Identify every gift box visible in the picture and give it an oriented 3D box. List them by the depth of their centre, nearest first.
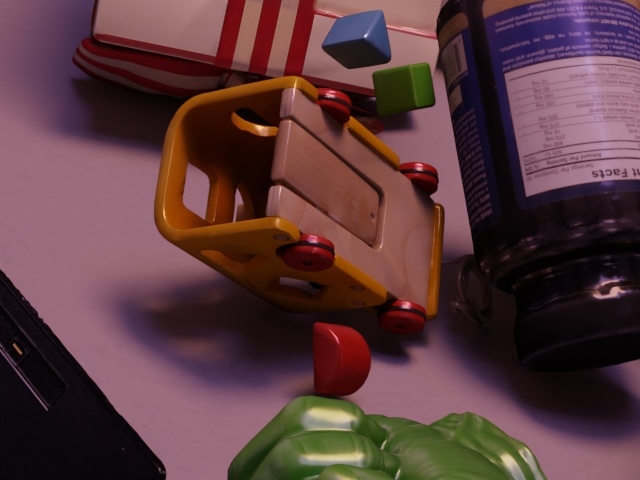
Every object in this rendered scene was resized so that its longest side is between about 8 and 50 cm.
[{"bbox_3d":[-0.025,-0.214,1.272,0.255,0.258,0.276,12,6,-4],"label":"gift box"}]

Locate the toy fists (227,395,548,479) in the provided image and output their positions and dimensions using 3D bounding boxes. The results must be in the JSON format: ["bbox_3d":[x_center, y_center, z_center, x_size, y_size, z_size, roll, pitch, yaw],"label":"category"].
[{"bbox_3d":[0.066,0.156,0.739,0.142,0.096,0.279,-6,34,-36],"label":"toy fists"}]

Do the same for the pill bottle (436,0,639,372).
[{"bbox_3d":[0.141,-0.041,1.043,0.123,0.123,0.219,1,72,-29],"label":"pill bottle"}]

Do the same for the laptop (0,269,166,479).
[{"bbox_3d":[-0.232,0.091,0.648,0.234,0.264,0.136,43,0,43],"label":"laptop"}]

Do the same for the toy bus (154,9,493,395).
[{"bbox_3d":[-0.006,-0.009,1.017,0.104,0.202,0.191,-7,18,32],"label":"toy bus"}]

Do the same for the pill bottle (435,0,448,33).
[{"bbox_3d":[0.207,-0.165,1.434,0.229,0.131,0.131,33,30,32],"label":"pill bottle"}]
